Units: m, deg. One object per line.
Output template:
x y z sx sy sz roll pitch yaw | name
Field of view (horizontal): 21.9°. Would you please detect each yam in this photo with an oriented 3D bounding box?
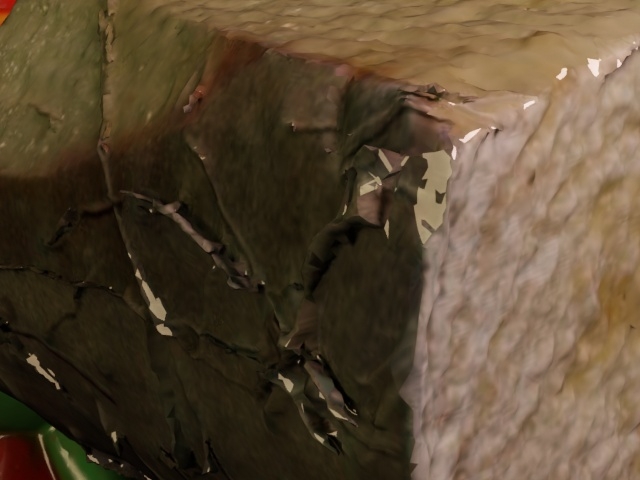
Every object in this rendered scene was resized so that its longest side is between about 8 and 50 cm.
0.002 0.003 0.493 0.271 0.202 0.201 22 126 44 | yam

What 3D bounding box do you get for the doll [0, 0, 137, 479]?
-0.134 0.000 0.680 0.183 0.160 0.363 -5 79 51 | doll
